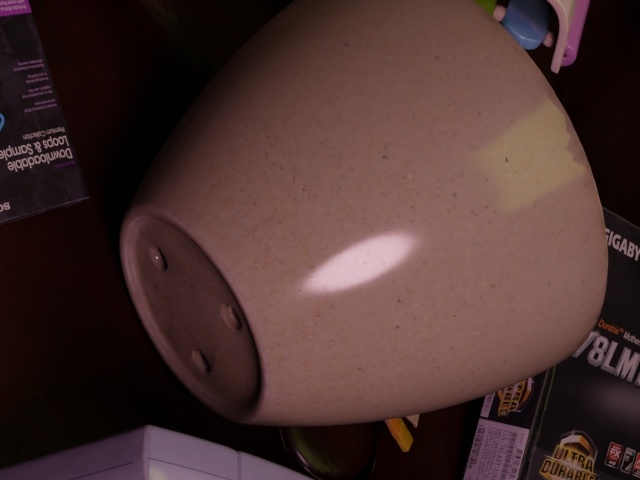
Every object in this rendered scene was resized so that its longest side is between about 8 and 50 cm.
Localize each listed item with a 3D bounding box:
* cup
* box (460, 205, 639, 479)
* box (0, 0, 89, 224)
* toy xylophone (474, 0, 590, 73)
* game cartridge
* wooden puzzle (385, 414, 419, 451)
[{"bbox_3d":[0.000,0.000,1.252,0.237,0.331,0.331,-30,103,-28],"label":"cup"},{"bbox_3d":[0.266,0.139,1.660,0.295,0.073,0.293,26,79,-48],"label":"box"},{"bbox_3d":[-0.220,-0.091,1.179,0.116,0.029,0.162,-22,96,-56],"label":"box"},{"bbox_3d":[0.083,-0.245,1.488,0.322,0.081,0.236,31,47,1],"label":"toy xylophone"},{"bbox_3d":[-0.066,0.200,1.133,0.294,0.196,0.060,33,44,-44],"label":"game cartridge"},{"bbox_3d":[0.068,0.116,1.524,0.078,0.014,0.116,54,39,-34],"label":"wooden puzzle"}]
